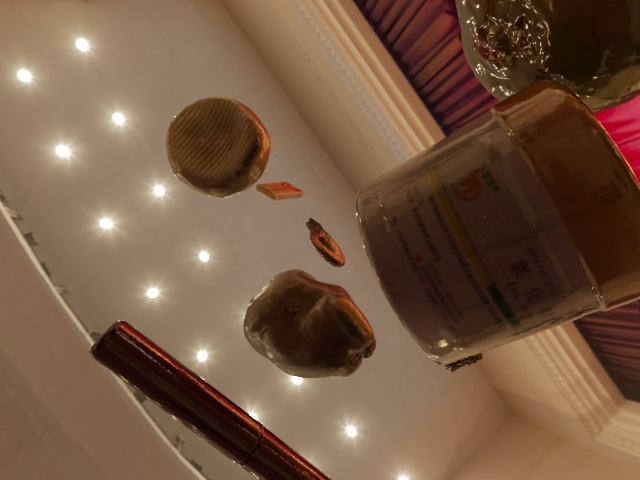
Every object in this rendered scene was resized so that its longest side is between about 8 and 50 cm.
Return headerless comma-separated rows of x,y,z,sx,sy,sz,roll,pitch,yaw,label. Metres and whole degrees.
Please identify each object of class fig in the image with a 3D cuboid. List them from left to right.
0.362,-0.345,0.554,0.342,0.343,0.344,2,-96,-14,fig

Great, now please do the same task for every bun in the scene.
-0.200,-0.178,0.848,0.222,0.127,0.223,-1,-109,4,bun

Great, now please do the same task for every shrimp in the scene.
0.000,0.000,0.636,0.023,0.059,0.108,-50,-124,19,shrimp

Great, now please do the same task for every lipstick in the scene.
-0.126,0.228,0.527,0.356,0.057,0.057,42,-104,-13,lipstick

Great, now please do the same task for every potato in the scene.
-0.029,0.183,0.904,0.202,0.350,0.218,32,-103,-42,potato

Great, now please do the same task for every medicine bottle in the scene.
0.193,-0.011,0.466,0.231,0.238,0.238,-30,-88,23,medicine bottle

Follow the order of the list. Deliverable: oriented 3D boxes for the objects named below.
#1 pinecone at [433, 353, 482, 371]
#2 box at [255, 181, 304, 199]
0.326,0.235,1.044,0.173,0.173,0.174,2,-96,-14,pinecone
-0.085,-0.107,0.895,0.093,0.058,0.015,-16,-50,-50,box
